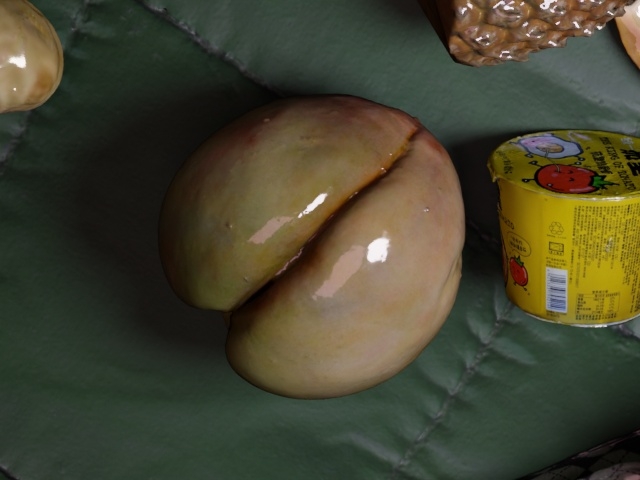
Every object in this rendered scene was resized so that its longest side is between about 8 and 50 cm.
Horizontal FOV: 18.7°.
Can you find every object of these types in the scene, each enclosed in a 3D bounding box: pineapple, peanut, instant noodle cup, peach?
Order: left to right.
[{"bbox_3d":[-0.405,-0.214,1.901,0.319,0.147,0.147,27,106,0],"label":"peanut"},{"bbox_3d":[-0.001,-0.001,1.835,0.292,0.247,0.292,-1,76,3],"label":"peach"},{"bbox_3d":[0.245,-0.009,1.827,0.182,0.182,0.144,5,113,9],"label":"instant noodle cup"},{"bbox_3d":[0.256,-0.284,1.762,0.362,0.202,0.202,-14,101,-2],"label":"pineapple"}]

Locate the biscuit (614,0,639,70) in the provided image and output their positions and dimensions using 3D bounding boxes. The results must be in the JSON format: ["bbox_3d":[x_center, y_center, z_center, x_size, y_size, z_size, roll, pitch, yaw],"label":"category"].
[{"bbox_3d":[0.446,-0.207,1.806,0.309,0.040,0.204,-27,97,15],"label":"biscuit"}]

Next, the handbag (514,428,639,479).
[{"bbox_3d":[0.298,0.411,1.913,0.317,0.180,0.416,-18,91,16],"label":"handbag"}]
